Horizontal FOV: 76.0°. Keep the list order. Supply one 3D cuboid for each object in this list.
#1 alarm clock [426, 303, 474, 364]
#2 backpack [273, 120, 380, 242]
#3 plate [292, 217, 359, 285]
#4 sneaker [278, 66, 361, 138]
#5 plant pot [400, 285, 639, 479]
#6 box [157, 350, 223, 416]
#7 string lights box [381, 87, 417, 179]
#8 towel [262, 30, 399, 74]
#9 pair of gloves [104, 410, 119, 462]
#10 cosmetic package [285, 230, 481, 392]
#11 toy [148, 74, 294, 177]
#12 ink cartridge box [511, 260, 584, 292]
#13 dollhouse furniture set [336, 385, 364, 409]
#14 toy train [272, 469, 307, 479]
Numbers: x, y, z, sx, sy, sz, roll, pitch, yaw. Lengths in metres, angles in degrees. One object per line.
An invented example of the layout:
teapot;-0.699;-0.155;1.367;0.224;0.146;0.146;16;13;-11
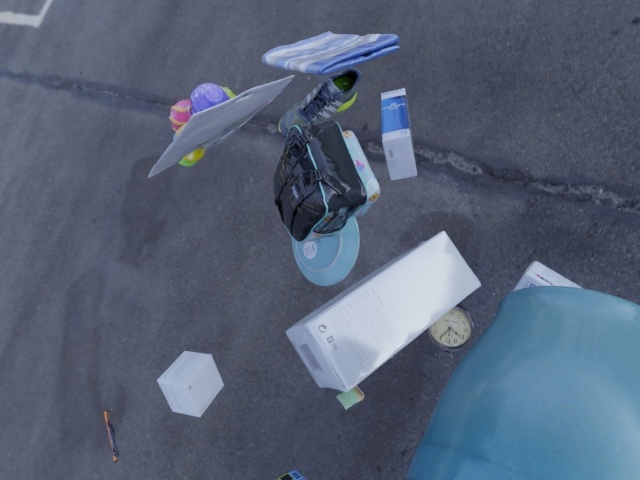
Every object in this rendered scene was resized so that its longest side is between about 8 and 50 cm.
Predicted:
alarm clock;0.367;0.261;1.166;0.129;0.064;0.192;9;97;20
backpack;-0.001;-0.088;0.688;0.188;0.144;0.166;-47;63;52
plate;0.000;0.000;0.843;0.188;0.024;0.188;-1;89;42
sneaker;0.000;-0.386;1.137;0.111;0.121;0.300;44;71;0
plant pot;0.256;0.199;0.432;0.271;0.272;0.255;12;60;33
box;-0.298;0.331;0.951;0.087;0.101;0.102;-2;117;26
string lights box;0.221;-0.309;1.174;0.076;0.133;0.260;-8;45;16
towel;0.012;-0.420;0.906;0.209;0.034;0.285;-27;36;-19
pair of gloves;-0.344;0.324;0.675;0.074;0.010;0.083;63;144;23
cosmetic package;0.134;0.153;0.910;0.384;0.217;0.156;-29;83;-21
toy;-0.148;-0.155;0.521;0.056;0.136;0.237;59;148;-8
ink cartridge box;0.621;0.254;1.038;0.071;0.324;0.330;-35;57;-27
dollhouse furniture set;0.073;0.465;1.332;0.076;0.059;0.151;-19;29;-23
toy train;-0.043;0.324;0.443;0.105;0.184;0.080;28;87;26
